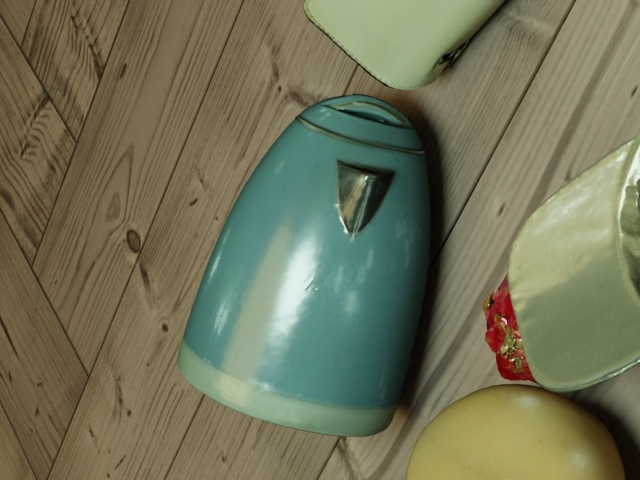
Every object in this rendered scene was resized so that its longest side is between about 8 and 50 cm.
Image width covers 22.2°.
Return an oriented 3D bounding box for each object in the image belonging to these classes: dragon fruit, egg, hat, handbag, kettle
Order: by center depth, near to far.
[{"bbox_3d":[0.292,0.027,1.408,0.245,0.149,0.214,-44,42,41],"label":"hat"},{"bbox_3d":[0.187,0.236,1.528,0.244,0.201,0.201,153,113,-76],"label":"egg"},{"bbox_3d":[0.223,0.075,1.541,0.133,0.166,0.136,42,109,-3],"label":"dragon fruit"},{"bbox_3d":[0.124,-0.343,1.622,0.236,0.160,0.358,50,135,8],"label":"handbag"},{"bbox_3d":[0.000,0.000,1.791,0.319,0.247,0.342,-126,51,-74],"label":"kettle"}]
